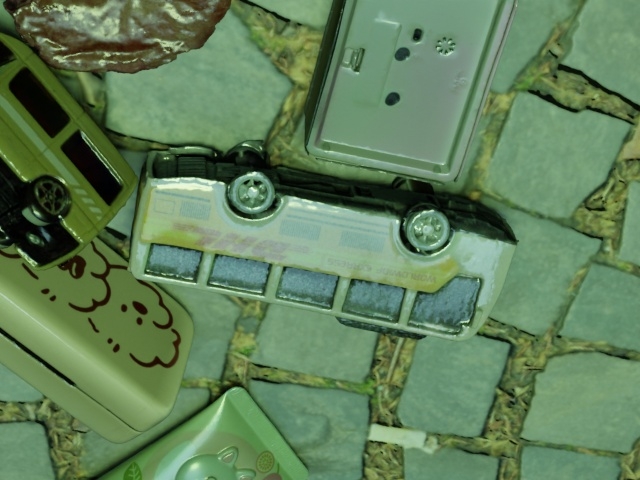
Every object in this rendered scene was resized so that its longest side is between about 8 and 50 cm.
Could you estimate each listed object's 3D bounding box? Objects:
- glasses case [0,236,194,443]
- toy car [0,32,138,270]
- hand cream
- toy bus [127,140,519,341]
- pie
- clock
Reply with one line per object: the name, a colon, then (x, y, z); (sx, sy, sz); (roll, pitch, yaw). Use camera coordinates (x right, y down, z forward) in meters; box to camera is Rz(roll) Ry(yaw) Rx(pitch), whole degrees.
glasses case: (-0.265, 0.037, 1.374); (0.076, 0.144, 0.336); (-33, 119, 32)
toy car: (-0.276, -0.101, 1.286); (0.101, 0.124, 0.257); (-24, 110, 48)
hand cream: (-0.175, 0.271, 1.570); (0.305, 0.093, 0.147); (-31, 119, 6)
toy bus: (0.000, 0.000, 1.376); (0.342, 0.097, 0.138); (12, 108, -9)
pie: (-0.172, -0.236, 1.264); (0.204, 0.054, 0.219); (-11, 122, 5)
clock: (0.075, -0.155, 1.314); (0.147, 0.071, 0.192); (10, 121, -8)
